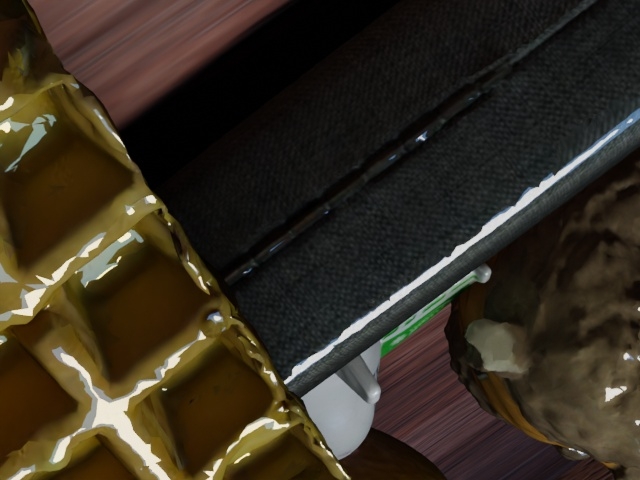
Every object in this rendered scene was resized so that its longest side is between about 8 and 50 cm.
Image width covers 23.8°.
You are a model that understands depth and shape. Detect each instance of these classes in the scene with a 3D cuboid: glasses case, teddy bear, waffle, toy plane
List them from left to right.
[{"bbox_3d":[-0.115,0.059,0.353,0.211,0.055,0.160,-32,127,-3],"label":"waffle"},{"bbox_3d":[-0.006,0.051,0.636,0.174,0.080,0.174,-32,166,-9],"label":"toy plane"},{"bbox_3d":[0.000,0.000,0.483,0.323,0.074,0.131,-37,173,5],"label":"glasses case"},{"bbox_3d":[0.121,0.042,0.716,0.140,0.177,0.190,-20,173,-11],"label":"teddy bear"}]

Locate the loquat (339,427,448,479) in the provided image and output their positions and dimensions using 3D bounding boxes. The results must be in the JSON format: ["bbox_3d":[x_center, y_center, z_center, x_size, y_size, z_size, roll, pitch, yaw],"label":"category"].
[{"bbox_3d":[0.004,0.196,0.892,0.179,0.179,0.227,-42,167,23],"label":"loquat"}]
